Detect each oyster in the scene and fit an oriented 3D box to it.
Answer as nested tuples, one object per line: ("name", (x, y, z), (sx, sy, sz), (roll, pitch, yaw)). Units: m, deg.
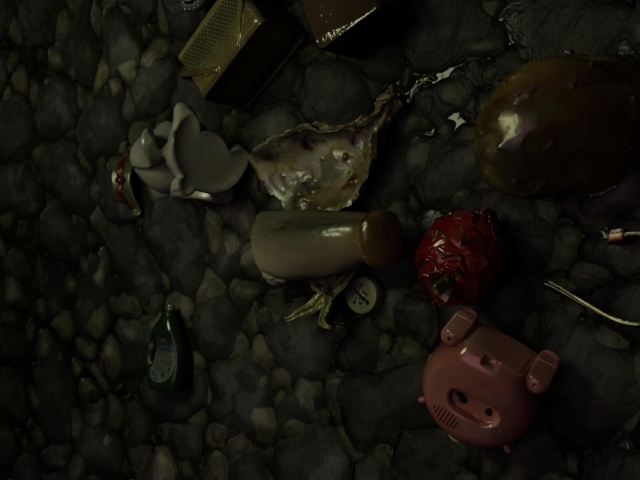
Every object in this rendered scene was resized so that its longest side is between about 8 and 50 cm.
("oyster", (0.020, -0.163, 1.999), (0.396, 0.111, 0.204), (-17, 97, 35))

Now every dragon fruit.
("dragon fruit", (0.265, 0.036, 1.755), (0.172, 0.172, 0.209), (29, 66, 33))

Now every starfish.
("starfish", (0.008, 0.103, 1.995), (0.223, 0.050, 0.217), (-38, 48, 14))

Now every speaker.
("speaker", (0.061, -0.517, 1.922), (0.192, 0.153, 0.231), (-31, 72, 33))

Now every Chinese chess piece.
("Chinese chess piece", (0.093, 0.114, 1.968), (0.084, 0.034, 0.084), (1, 91, 36))

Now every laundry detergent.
("laundry detergent", (-0.379, 0.263, 2.301), (0.137, 0.063, 0.211), (-1, 89, 43))

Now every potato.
("potato", (0.397, -0.206, 1.618), (0.300, 0.237, 0.289), (23, 103, 34))

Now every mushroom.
("mushroom", (-0.006, 0.007, 1.949), (0.407, 0.137, 0.154), (-1, 45, 47))

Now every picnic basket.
("picnic basket", (-0.180, -0.433, 2.094), (0.267, 0.165, 0.139), (-47, 62, 26))

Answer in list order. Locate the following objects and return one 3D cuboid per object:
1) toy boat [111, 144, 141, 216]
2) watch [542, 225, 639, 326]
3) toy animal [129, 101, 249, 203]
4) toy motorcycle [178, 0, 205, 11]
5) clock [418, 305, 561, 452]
("toy boat", (-0.497, -0.152, 2.388), (0.089, 0.071, 0.185), (161, 106, -79))
("watch", (0.526, 0.059, 1.623), (0.268, 0.102, 0.165), (25, 97, 43))
("toy animal", (-0.336, -0.187, 2.179), (0.265, 0.271, 0.206), (6, 68, 49))
("toy motorcycle", (-0.324, -0.697, 2.246), (0.173, 0.108, 0.307), (-38, 67, 20))
("clock", (0.292, 0.283, 1.728), (0.227, 0.142, 0.241), (29, 122, 16))
